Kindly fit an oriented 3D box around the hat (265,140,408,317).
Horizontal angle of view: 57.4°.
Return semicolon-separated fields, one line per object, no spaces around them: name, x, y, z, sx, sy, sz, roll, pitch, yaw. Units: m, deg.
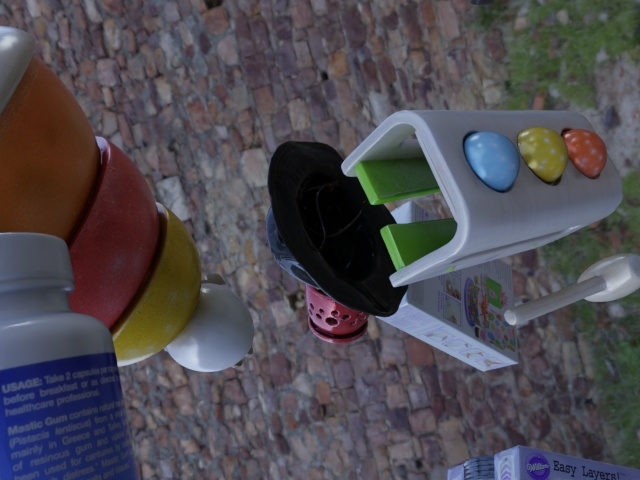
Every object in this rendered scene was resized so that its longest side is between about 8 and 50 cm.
hat;0.000;0.000;0.977;0.331;0.134;0.331;33;-140;-33

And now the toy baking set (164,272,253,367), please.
toy baking set;-0.223;0.146;1.098;0.197;0.030;0.256;25;-151;-40

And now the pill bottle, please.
pill bottle;-0.213;0.139;0.409;0.152;0.152;0.272;30;-135;-76

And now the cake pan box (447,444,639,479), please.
cake pan box;0.339;0.366;0.838;0.245;0.267;0.070;109;171;-58

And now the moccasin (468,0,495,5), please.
moccasin;0.358;-0.441;0.823;0.139;0.380;0.147;-175;69;-83

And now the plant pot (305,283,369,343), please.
plant pot;0.050;0.174;1.599;0.191;0.191;0.174;-86;1;-59

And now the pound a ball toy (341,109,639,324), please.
pound a ball toy;0.204;-0.025;0.559;0.319;0.136;0.208;-10;-109;-39

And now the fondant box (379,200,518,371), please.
fondant box;0.265;0.100;1.208;0.330;0.096;0.238;29;-129;-27

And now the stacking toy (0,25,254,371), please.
stacking toy;-0.256;0.036;0.674;0.480;0.351;0.350;36;-146;-35
